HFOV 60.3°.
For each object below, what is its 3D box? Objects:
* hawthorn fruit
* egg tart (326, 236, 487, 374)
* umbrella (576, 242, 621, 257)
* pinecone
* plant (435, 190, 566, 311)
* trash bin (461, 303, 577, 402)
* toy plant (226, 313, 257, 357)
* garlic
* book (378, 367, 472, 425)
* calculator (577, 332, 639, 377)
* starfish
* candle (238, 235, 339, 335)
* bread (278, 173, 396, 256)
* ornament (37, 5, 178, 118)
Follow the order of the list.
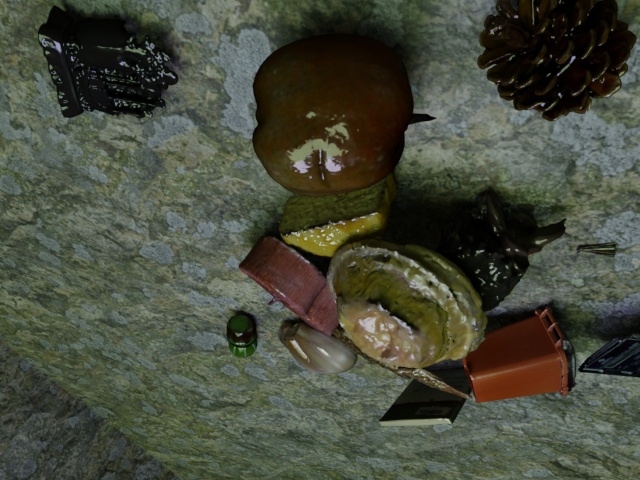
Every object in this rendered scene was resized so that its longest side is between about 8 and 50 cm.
[{"bbox_3d":[0.040,-0.212,0.920,0.301,0.268,0.268,-3,132,14],"label":"hawthorn fruit"},{"bbox_3d":[0.150,0.150,1.093,0.352,0.150,0.352,22,139,20],"label":"egg tart"},{"bbox_3d":[0.561,0.019,1.110,0.083,0.020,0.031,6,135,25],"label":"umbrella"},{"bbox_3d":[0.324,-0.276,0.799,0.212,0.169,0.186,16,125,-12],"label":"pinecone"},{"bbox_3d":[0.327,0.023,1.094,0.204,0.178,0.234,27,136,1],"label":"plant"},{"bbox_3d":[0.447,0.267,1.263,0.238,0.161,0.184,-15,129,6],"label":"trash bin"},{"bbox_3d":[-0.238,0.297,1.678,0.092,0.093,0.162,13,140,10],"label":"toy plant"},{"bbox_3d":[0.000,0.319,1.560,0.228,0.110,0.217,31,156,-20],"label":"garlic"},{"bbox_3d":[0.295,0.404,1.440,0.201,0.289,0.026,-17,94,35],"label":"book"},{"bbox_3d":[0.720,0.257,1.212,0.274,0.028,0.166,8,140,-17],"label":"calculator"},{"bbox_3d":[0.166,0.260,1.398,0.384,0.132,0.398,38,149,-18],"label":"starfish"},{"bbox_3d":[-0.089,0.099,1.299,0.287,0.131,0.317,31,168,35],"label":"candle"},{"bbox_3d":[0.051,-0.047,1.160,0.260,0.160,0.147,-15,132,26],"label":"bread"},{"bbox_3d":[-0.407,-0.334,1.112,0.260,0.106,0.251,12,145,-2],"label":"ornament"}]
